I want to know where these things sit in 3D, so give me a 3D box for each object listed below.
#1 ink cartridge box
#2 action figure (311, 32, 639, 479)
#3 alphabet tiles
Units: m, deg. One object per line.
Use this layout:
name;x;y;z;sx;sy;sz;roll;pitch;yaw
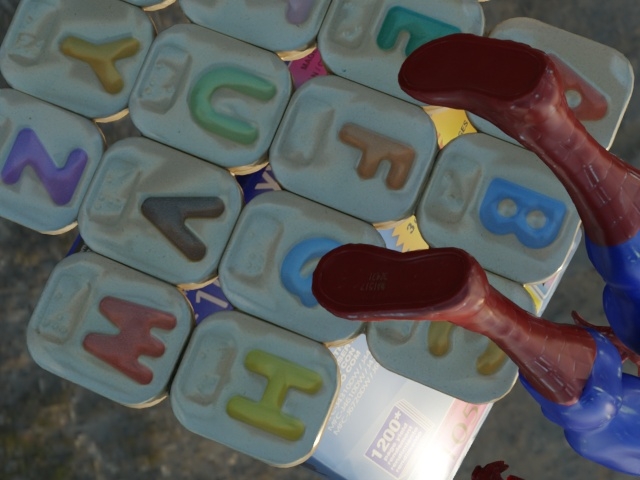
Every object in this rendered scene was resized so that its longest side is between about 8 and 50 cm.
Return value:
ink cartridge box;0.000;0.000;1.007;0.270;0.151;0.395;-61;142;-10
action figure;0.082;0.042;0.476;0.280;0.139;0.091;37;71;-40
alphabet tiles;-0.017;-0.052;0.676;0.278;0.284;0.021;22;174;9
